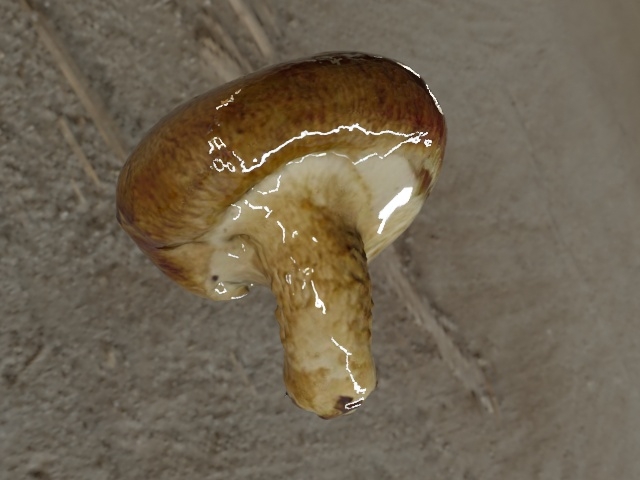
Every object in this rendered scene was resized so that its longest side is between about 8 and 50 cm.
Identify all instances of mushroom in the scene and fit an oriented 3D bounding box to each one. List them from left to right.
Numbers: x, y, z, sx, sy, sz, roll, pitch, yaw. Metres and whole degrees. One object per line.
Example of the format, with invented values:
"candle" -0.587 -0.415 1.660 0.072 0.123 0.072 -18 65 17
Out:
"mushroom" -0.003 -0.033 0.898 0.254 0.267 0.267 38 26 4
